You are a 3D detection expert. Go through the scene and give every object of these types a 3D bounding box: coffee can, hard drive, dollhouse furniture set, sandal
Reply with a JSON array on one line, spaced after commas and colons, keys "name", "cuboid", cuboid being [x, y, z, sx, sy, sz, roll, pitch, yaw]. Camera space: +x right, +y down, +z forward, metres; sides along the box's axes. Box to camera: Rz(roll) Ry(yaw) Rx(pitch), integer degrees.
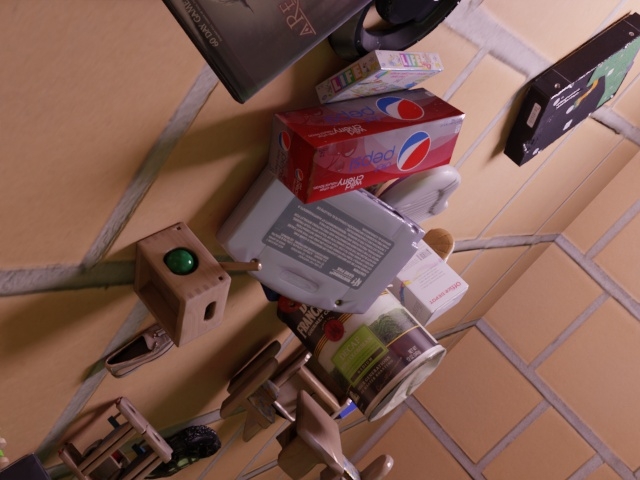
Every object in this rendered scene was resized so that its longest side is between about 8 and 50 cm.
[{"name": "coffee can", "cuboid": [0.078, 0.180, 1.410, 0.201, 0.275, 0.201, -36, 157, -18]}, {"name": "hard drive", "cuboid": [0.557, -0.328, 1.585, 0.339, 0.064, 0.237, -35, 157, -18]}, {"name": "dollhouse furniture set", "cuboid": [-0.343, 0.351, 1.248, 0.129, 0.129, 0.183, -40, -177, -8]}, {"name": "sandal", "cuboid": [0.147, -0.086, 1.294, 0.169, 0.102, 0.416, -28, 171, 2]}, {"name": "dollhouse furniture set", "cuboid": [0.020, 0.342, 1.534, 0.256, 0.362, 0.394, -43, -174, 4]}]

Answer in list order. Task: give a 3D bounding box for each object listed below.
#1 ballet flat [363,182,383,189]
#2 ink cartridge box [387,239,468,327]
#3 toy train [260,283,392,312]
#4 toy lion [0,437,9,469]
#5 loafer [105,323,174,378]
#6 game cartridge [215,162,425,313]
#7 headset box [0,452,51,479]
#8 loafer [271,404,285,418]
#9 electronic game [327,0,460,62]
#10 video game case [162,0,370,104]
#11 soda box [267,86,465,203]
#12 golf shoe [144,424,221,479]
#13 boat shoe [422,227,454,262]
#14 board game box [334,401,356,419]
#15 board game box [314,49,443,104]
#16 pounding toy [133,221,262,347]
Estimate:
[{"name": "ballet flat", "cuboid": [0.057, -0.095, 1.134, 0.091, 0.077, 0.241, -19, 149, -44]}, {"name": "ink cartridge box", "cuboid": [0.222, 0.090, 1.627, 0.127, 0.175, 0.072, -30, 155, -30]}, {"name": "toy train", "cuboid": [0.032, 0.029, 1.200, 0.248, 0.105, 0.143, -2, 132, -26]}, {"name": "toy lion", "cuboid": [-0.486, 0.305, 1.004, 0.096, 0.034, 0.100, -19, 149, -32]}, {"name": "loafer", "cuboid": [-0.267, 0.162, 1.098, 0.125, 0.045, 0.039, -35, 151, -11]}, {"name": "game cartridge", "cuboid": [0.000, 0.000, 1.072, 0.294, 0.060, 0.196, 29, 102, -36]}, {"name": "headset box", "cuboid": [-0.444, 0.510, 1.162, 0.131, 0.246, 0.283, -30, 154, -28]}, {"name": "loafer", "cuboid": [-0.100, 0.399, 1.822, 0.061, 0.062, 0.170, -60, 167, -19]}, {"name": "electronic game", "cuboid": [0.104, -0.302, 0.867, 0.229, 0.048, 0.229, -33, 163, -12]}, {"name": "video game case", "cuboid": [-0.017, -0.273, 0.594, 0.274, 0.026, 0.196, -41, 121, -7]}, {"name": "soda box", "cuboid": [0.063, -0.130, 0.950, 0.263, 0.092, 0.083, -18, 135, -34]}, {"name": "golf shoe", "cuboid": [-0.305, 0.456, 1.553, 0.198, 0.077, 0.094, -4, 148, -48]}, {"name": "boat shoe", "cuboid": [0.224, 0.095, 1.746, 0.277, 0.098, 0.096, -45, 158, 2]}, {"name": "board game box", "cuboid": [0.107, 0.360, 1.941, 0.347, 0.078, 0.233, -28, 180, -33]}, {"name": "board game box", "cuboid": [0.080, -0.214, 0.957, 0.103, 0.026, 0.154, -22, 175, 39]}, {"name": "pounding toy", "cuboid": [-0.164, 0.050, 0.947, 0.100, 0.130, 0.141, -28, 154, -34]}]
